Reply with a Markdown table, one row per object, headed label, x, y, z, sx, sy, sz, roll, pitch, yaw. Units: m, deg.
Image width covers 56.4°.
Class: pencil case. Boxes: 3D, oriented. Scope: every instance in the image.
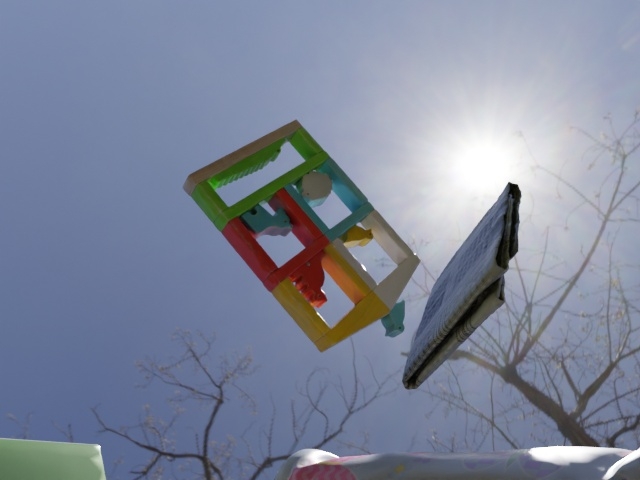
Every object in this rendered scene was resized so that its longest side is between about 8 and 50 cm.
| label | x | y | z | sx | sy | sz | roll | pitch | yaw |
| --- | --- | --- | --- | --- | --- | --- | --- | --- | --- |
| pencil case | 0.096 | 0.192 | 0.390 | 0.273 | 0.124 | 0.113 | -15 | -108 | 34 |

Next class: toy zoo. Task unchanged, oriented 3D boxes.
| label | x | y | z | sx | sy | sz | roll | pitch | yaw |
| --- | --- | --- | --- | --- | --- | --- | --- | --- | --- |
| toy zoo | 0.000 | 0.000 | 0.721 | 0.293 | 0.030 | 0.192 | 50 | -130 | 5 |

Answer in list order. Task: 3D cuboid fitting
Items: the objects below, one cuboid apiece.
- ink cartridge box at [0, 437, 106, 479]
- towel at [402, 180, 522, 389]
| label | x | y | z | sx | sy | sz | roll | pitch | yaw |
| --- | --- | --- | --- | --- | --- | --- | --- | --- | --- |
| ink cartridge box | -0.192 | 0.158 | 0.329 | 0.209 | 0.109 | 0.062 | -34 | -123 | 14 |
| towel | 0.268 | 0.080 | 1.087 | 0.056 | 0.324 | 0.312 | 30 | -143 | 3 |
